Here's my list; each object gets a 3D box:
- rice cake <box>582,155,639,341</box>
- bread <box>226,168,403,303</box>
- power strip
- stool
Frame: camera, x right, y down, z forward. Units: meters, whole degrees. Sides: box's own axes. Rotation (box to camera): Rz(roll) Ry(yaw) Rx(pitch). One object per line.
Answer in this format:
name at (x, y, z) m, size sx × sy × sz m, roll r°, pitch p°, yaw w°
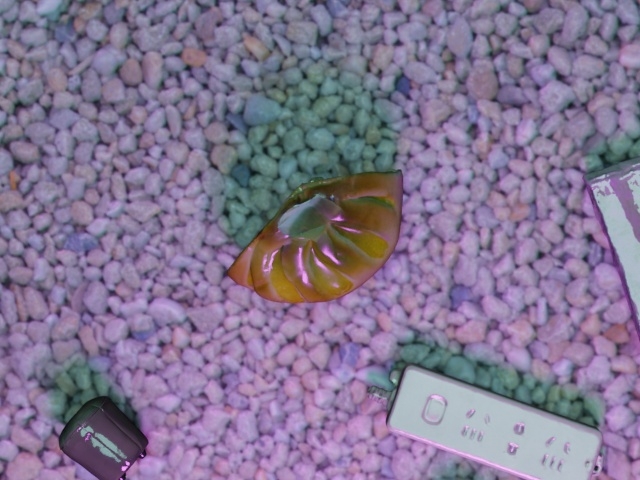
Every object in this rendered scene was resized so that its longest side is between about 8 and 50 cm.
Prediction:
rice cake at (0.451, 0.036, 1.827) m, size 0.106 × 0.050 × 0.298 m, roll -19°, pitch 88°, yaw 3°
bread at (0.014, -0.003, 1.797) m, size 0.156 × 0.158 × 0.261 m, roll 42°, pitch 94°, yaw -1°
power strip at (0.225, 0.253, 1.831) m, size 0.338 × 0.058 × 0.098 m, roll 19°, pitch 91°, yaw 3°
stool at (-0.294, 0.274, 1.839) m, size 0.110 × 0.096 × 0.096 m, roll 43°, pitch 91°, yaw -4°
